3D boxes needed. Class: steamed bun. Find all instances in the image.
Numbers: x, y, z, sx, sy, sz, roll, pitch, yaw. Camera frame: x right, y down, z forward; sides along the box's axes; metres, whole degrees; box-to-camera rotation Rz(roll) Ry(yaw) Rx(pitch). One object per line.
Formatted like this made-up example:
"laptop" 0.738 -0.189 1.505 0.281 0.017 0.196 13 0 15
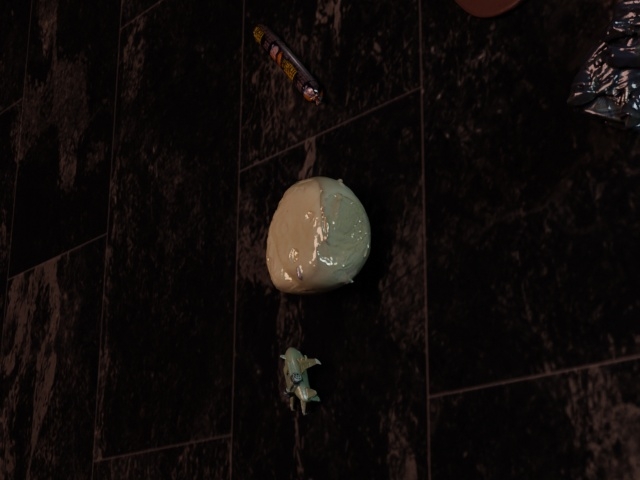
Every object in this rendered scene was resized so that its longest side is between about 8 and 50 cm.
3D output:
"steamed bun" 0.000 0.000 1.299 0.112 0.091 0.129 -20 60 43

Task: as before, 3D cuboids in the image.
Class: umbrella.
"umbrella" 0.282 -0.203 1.027 0.080 0.071 0.224 22 92 25

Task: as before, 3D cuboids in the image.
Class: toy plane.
"toy plane" -0.026 0.150 1.332 0.080 0.033 0.083 -65 35 38

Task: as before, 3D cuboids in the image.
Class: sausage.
"sausage" -0.041 -0.217 1.478 0.028 0.025 0.198 -57 40 20

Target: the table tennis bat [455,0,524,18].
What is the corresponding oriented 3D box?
"table tennis bat" 0.165 -0.346 1.259 0.154 0.021 0.274 -47 47 32
